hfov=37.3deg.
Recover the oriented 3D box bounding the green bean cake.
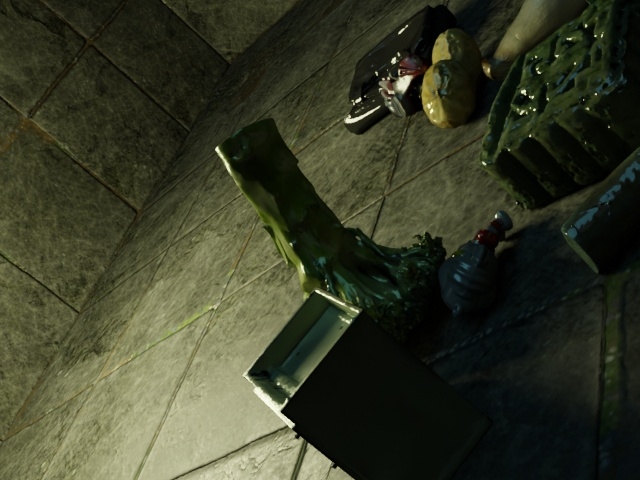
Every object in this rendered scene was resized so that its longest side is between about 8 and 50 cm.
[{"bbox_3d":[0.336,-0.185,1.248,0.255,0.132,0.241,-27,33,47],"label":"green bean cake"}]

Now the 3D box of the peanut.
[{"bbox_3d":[0.235,-0.287,1.683,0.103,0.098,0.229,88,-166,-45],"label":"peanut"}]

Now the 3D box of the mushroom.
[{"bbox_3d":[0.362,-0.354,1.579,0.225,0.093,0.116,-55,3,10],"label":"mushroom"}]

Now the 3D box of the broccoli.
[{"bbox_3d":[0.013,-0.002,1.261,0.252,0.361,0.221,1,31,43],"label":"broccoli"}]

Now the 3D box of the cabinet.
[{"bbox_3d":[0.045,0.179,1.046,0.150,0.206,0.145,-51,20,-7],"label":"cabinet"}]

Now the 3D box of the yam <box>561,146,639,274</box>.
[{"bbox_3d":[0.340,-0.047,1.054,0.169,0.068,0.068,-48,19,1],"label":"yam"}]

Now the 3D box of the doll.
[{"bbox_3d":[0.199,0.032,1.213,0.180,0.079,0.094,-55,-9,-37],"label":"doll"}]

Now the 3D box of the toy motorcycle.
[{"bbox_3d":[0.165,-0.294,1.826,0.082,0.122,0.213,-21,12,-17],"label":"toy motorcycle"}]

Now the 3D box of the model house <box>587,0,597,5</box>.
[{"bbox_3d":[0.466,-0.408,1.408,0.167,0.117,0.088,-42,16,26],"label":"model house"}]

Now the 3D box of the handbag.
[{"bbox_3d":[0.165,-0.368,2.030,0.275,0.088,0.244,-30,30,39],"label":"handbag"}]
